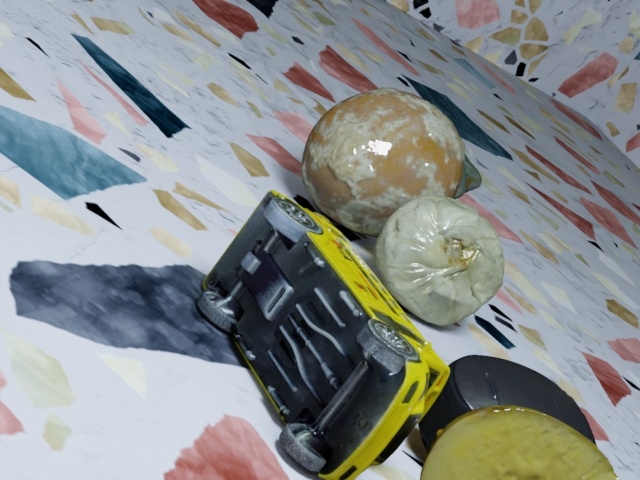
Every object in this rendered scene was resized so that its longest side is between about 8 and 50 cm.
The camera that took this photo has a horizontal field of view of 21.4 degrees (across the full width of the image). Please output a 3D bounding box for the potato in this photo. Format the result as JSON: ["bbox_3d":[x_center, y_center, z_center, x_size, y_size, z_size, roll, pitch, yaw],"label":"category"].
[{"bbox_3d":[0.171,0.234,1.576,0.204,0.178,0.158,19,3,-12],"label":"potato"}]

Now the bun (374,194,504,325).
[{"bbox_3d":[0.156,0.024,2.125,0.188,0.164,0.111,31,-19,-36],"label":"bun"}]

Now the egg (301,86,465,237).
[{"bbox_3d":[0.081,-0.103,2.233,0.245,0.203,0.203,-1,40,-51],"label":"egg"}]

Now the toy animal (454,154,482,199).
[{"bbox_3d":[0.190,-0.112,2.637,0.125,0.127,0.251,40,12,21],"label":"toy animal"}]

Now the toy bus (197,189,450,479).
[{"bbox_3d":[0.012,0.098,1.631,0.152,0.144,0.330,26,18,-38],"label":"toy bus"}]

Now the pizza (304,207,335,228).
[{"bbox_3d":[0.000,-0.001,2.073,0.099,0.035,0.160,23,21,-40],"label":"pizza"}]

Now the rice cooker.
[{"bbox_3d":[0.193,0.200,1.750,0.203,0.118,0.142,27,30,-26],"label":"rice cooker"}]
